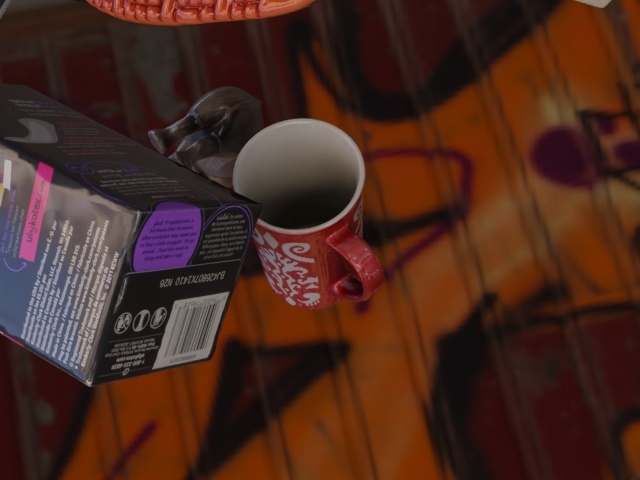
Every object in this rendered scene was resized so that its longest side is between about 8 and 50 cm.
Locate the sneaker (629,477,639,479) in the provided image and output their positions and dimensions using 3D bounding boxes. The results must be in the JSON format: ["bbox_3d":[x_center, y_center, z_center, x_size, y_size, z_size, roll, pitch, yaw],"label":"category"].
[{"bbox_3d":[0.397,0.338,1.917,0.192,0.064,0.086,-91,23,-45],"label":"sneaker"}]

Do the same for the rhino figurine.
[{"bbox_3d":[-0.106,-0.082,1.626,0.073,0.106,0.243,54,168,8],"label":"rhino figurine"}]

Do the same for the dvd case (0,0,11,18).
[{"bbox_3d":[-0.273,-0.192,1.151,0.179,0.030,0.238,68,-139,-55],"label":"dvd case"}]

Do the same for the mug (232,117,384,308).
[{"bbox_3d":[-0.010,0.000,1.472,0.169,0.113,0.150,83,176,-62],"label":"mug"}]

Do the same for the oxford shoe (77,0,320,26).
[{"bbox_3d":[-0.082,-0.149,0.774,0.098,0.271,0.097,8,-82,-53],"label":"oxford shoe"}]

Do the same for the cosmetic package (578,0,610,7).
[{"bbox_3d":[0.141,-0.327,1.443,0.113,0.309,0.160,-46,43,44],"label":"cosmetic package"}]

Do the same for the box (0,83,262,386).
[{"bbox_3d":[-0.210,-0.013,1.314,0.165,0.270,0.143,-5,-62,-57],"label":"box"}]
